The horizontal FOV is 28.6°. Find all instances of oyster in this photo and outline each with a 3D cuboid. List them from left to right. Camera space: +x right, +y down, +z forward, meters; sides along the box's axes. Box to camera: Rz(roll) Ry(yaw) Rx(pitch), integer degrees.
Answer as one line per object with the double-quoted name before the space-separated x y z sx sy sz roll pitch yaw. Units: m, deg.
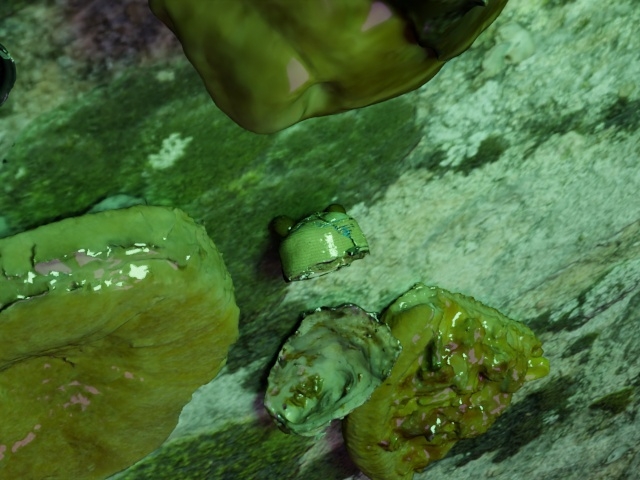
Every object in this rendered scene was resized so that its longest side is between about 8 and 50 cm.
"oyster" 0.006 0.133 1.245 0.105 0.056 0.177 24 118 -6

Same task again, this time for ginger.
"ginger" -0.006 -0.205 0.725 0.223 0.269 0.200 -19 -163 36

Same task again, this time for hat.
"hat" 0.000 0.000 1.094 0.077 0.059 0.076 -14 176 -9

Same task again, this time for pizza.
"pizza" 0.096 0.174 1.364 0.268 0.087 0.258 -45 140 21

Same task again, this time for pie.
"pie" -0.220 0.106 1.029 0.339 0.083 0.339 -23 146 -17

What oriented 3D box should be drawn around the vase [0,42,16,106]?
"vase" -0.212 -0.136 0.670 0.059 0.167 0.059 -18 142 -15
